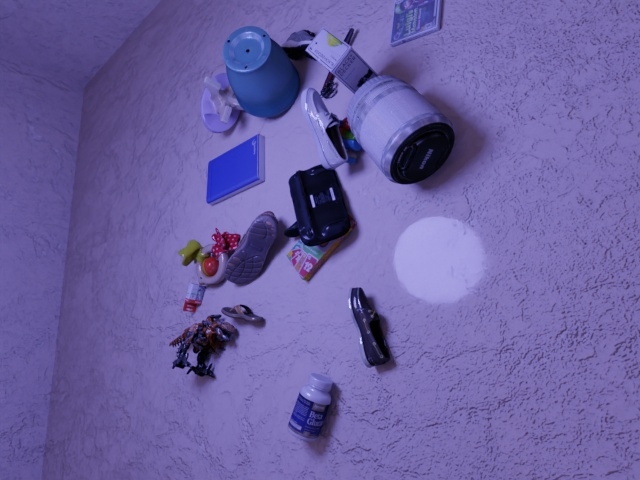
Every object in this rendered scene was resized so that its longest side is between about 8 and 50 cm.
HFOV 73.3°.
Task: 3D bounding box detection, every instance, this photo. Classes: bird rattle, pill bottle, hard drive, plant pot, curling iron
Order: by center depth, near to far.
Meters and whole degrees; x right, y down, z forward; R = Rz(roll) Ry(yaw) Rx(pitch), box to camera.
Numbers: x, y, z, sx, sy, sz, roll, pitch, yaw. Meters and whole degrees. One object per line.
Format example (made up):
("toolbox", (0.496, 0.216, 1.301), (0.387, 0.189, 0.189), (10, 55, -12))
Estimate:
("pill bottle", (-0.025, 0.476, 1.238), (0.094, 0.094, 0.169), (18, 87, 42))
("curling iron", (0.067, -0.645, 1.579), (0.068, 0.035, 0.273), (24, 92, 38))
("plant pot", (-0.235, -0.645, 1.618), (0.272, 0.255, 0.271), (-2, 79, 10))
("bird rattle", (-0.424, 0.073, 1.718), (0.254, 0.143, 0.206), (-14, 78, 22))
("hard drive", (-0.361, -0.294, 1.811), (0.319, 0.040, 0.210), (-18, 64, 34))

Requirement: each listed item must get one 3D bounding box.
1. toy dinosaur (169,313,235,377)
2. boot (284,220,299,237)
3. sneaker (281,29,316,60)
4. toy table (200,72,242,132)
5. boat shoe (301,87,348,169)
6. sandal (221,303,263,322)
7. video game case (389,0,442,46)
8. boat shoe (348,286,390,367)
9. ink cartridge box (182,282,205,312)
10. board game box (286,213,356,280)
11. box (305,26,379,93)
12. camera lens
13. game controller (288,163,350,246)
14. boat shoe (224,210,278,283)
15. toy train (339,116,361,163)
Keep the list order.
("toy dinosaur", (-0.448, 0.387, 1.616), (0.322, 0.164, 0.218), (-33, 40, 49))
("boot", (-0.072, -0.072, 1.482), (0.121, 0.045, 0.099), (-27, 43, 35))
("sneaker", (-0.047, -0.772, 1.676), (0.272, 0.100, 0.108), (27, 88, 42))
("toy table", (-0.398, -0.604, 1.828), (0.161, 0.252, 0.274), (-2, 82, 55))
("boat shoe", (0.018, -0.360, 1.355), (0.088, 0.096, 0.267), (-16, 88, 42))
("sandal", (-0.275, 0.254, 1.534), (0.180, 0.072, 0.049), (7, 91, 35))
("video game case", (0.315, -0.751, 1.418), (0.173, 0.022, 0.190), (-3, 74, 39))
("boat shoe", (0.137, 0.233, 1.200), (0.069, 0.081, 0.227), (-24, 68, 28))
("ink cartridge box", (-0.512, 0.235, 1.742), (0.029, 0.063, 0.115), (7, 81, 43))
("board game box", (0.000, 0.000, 1.420), (0.259, 0.039, 0.124), (-48, 51, 14))
("box", (0.106, -0.512, 1.331), (0.087, 0.290, 0.169), (-49, 50, 17))
("camera lens", (0.223, -0.310, 1.214), (0.219, 0.219, 0.274), (-45, 52, 19))
("game controller", (-0.008, -0.125, 1.411), (0.167, 0.067, 0.319), (-14, 54, 0))
("boat shoe", (-0.244, 0.028, 1.573), (0.324, 0.123, 0.116), (-52, 16, 25))
("toy train", (0.041, -0.345, 1.466), (0.248, 0.105, 0.143), (19, 101, 42))
